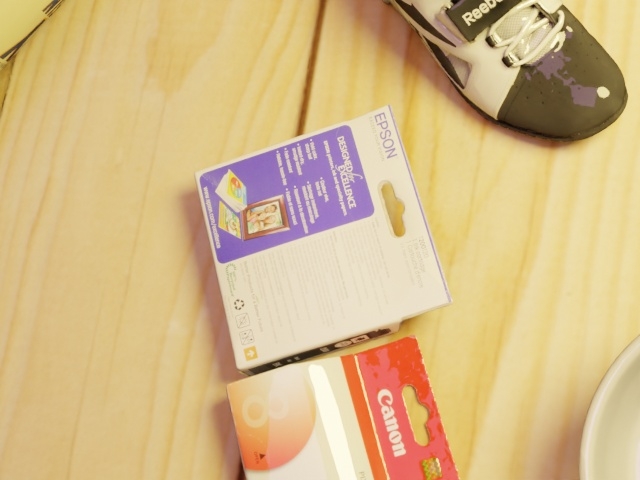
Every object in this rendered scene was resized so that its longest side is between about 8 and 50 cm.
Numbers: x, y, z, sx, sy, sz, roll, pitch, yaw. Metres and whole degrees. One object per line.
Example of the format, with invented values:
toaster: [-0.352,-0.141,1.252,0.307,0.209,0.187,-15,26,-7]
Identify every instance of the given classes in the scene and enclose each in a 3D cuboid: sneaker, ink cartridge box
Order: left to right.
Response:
ink cartridge box: [0.000,0.000,0.837,0.208,0.045,0.206,-18,71,11]
ink cartridge box: [0.017,0.174,0.789,0.179,0.045,0.145,-20,72,12]
sneaker: [0.139,-0.221,0.807,0.122,0.146,0.330,-45,70,-1]

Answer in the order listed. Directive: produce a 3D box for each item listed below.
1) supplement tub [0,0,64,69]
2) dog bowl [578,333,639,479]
supplement tub: [-0.417,-0.268,0.923,0.235,0.235,0.325,43,90,21]
dog bowl: [0.329,0.171,0.628,0.265,0.104,0.264,-11,71,34]
